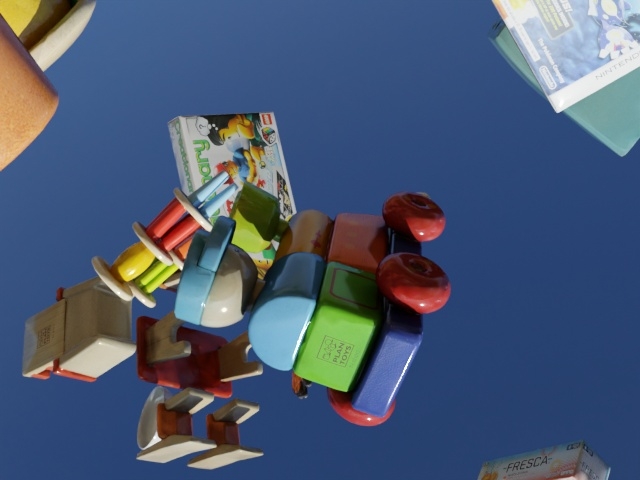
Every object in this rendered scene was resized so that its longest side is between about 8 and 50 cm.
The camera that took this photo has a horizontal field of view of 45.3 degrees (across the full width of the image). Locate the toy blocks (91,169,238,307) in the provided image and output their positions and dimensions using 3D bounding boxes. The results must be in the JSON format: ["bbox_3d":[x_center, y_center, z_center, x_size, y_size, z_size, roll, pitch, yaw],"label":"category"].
[{"bbox_3d":[-0.136,-0.005,0.747,0.148,0.123,0.054,-41,-101,-2],"label":"toy blocks"}]

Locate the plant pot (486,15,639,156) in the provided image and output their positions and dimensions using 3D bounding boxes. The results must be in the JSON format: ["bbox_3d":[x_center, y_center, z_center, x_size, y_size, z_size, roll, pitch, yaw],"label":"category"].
[{"bbox_3d":[0.362,-0.264,1.071,0.165,0.234,0.166,-55,-175,17],"label":"plant pot"}]

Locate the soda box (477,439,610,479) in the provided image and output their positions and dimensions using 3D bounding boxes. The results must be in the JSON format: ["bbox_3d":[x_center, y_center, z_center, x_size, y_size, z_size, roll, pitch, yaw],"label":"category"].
[{"bbox_3d":[0.292,0.324,1.030,0.183,0.058,0.063,-33,-164,48],"label":"soda box"}]

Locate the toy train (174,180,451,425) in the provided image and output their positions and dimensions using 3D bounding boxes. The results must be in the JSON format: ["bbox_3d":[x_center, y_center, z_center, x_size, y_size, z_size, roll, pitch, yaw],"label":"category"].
[{"bbox_3d":[0.000,0.000,0.514,0.143,0.105,0.248,20,-153,-3],"label":"toy train"}]

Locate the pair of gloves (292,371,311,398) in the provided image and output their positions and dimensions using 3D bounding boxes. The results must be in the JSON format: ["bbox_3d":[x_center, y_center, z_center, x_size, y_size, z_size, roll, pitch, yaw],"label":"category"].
[{"bbox_3d":[-0.010,0.093,0.673,0.010,0.083,0.074,14,-144,-16],"label":"pair of gloves"}]

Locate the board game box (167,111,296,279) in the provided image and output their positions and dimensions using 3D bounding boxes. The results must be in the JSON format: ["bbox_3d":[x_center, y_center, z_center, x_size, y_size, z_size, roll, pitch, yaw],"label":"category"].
[{"bbox_3d":[-0.137,-0.066,1.316,0.193,0.305,0.053,-11,176,-38],"label":"board game box"}]

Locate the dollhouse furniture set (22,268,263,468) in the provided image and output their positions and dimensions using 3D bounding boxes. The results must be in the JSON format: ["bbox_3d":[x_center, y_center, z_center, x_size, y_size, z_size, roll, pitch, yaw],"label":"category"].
[{"bbox_3d":[-0.200,0.130,0.915,0.135,0.259,0.262,-27,-124,31],"label":"dollhouse furniture set"}]

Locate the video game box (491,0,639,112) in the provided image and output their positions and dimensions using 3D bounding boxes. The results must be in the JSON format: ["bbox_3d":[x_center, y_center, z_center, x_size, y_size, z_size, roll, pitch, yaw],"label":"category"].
[{"bbox_3d":[0.250,-0.242,0.684,0.187,0.205,0.048,-31,-147,18],"label":"video game box"}]

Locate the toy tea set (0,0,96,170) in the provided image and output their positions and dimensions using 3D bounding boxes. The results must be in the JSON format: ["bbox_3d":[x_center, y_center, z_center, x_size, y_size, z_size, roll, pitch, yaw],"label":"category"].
[{"bbox_3d":[-0.238,-0.092,0.383,0.336,0.124,0.200,-13,-140,39],"label":"toy tea set"}]

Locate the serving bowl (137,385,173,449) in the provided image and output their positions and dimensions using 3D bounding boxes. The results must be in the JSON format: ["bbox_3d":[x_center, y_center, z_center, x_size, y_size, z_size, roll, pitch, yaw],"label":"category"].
[{"bbox_3d":[-0.211,0.234,1.003,0.083,0.027,0.083,-42,-144,41],"label":"serving bowl"}]
